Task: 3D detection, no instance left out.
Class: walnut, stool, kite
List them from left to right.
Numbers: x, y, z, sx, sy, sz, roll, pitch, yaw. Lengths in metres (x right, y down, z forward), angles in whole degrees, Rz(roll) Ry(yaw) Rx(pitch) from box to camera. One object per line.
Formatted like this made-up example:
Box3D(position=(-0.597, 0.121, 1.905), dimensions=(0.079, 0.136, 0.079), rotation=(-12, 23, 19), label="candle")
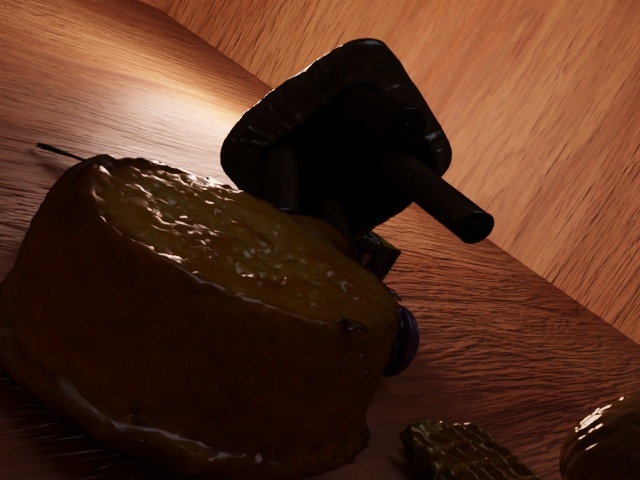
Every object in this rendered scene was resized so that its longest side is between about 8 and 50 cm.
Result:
Box3D(position=(-0.269, -0.101, 1.690), dimensions=(0.321, 0.016, 0.234), rotation=(10, 9, -39), label="kite")
Box3D(position=(0.057, -0.082, 1.587), dimensions=(0.310, 0.310, 0.226), rotation=(49, 6, -39), label="stool")
Box3D(position=(0.423, 0.302, 1.465), dimensions=(0.213, 0.213, 0.213), rotation=(30, 12, -7), label="walnut")

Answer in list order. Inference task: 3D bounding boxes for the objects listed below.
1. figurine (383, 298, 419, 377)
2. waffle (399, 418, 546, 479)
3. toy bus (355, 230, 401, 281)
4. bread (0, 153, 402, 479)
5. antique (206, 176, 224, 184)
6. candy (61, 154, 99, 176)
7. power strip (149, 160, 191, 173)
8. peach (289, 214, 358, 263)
Box3D(position=(0.052, 0.120, 1.515), dimensions=(0.157, 0.114, 0.126), rotation=(19, -29, -16), label="figurine")
Box3D(position=(0.184, 0.287, 1.291), dimensions=(0.229, 0.057, 0.219), rotation=(37, 14, 29), label="waffle")
Box3D(position=(0.000, 0.000, 1.872), dimensions=(0.302, 0.113, 0.139), rotation=(21, 16, -49), label="toy bus")
Box3D(position=(-0.124, 0.075, 1.036), dimensions=(0.398, 0.215, 0.398), rotation=(24, 15, -7), label="bread")
Box3D(position=(-0.139, -0.013, 1.636), dimensions=(0.080, 0.081, 0.221), rotation=(25, 13, -22), label="antique")
Box3D(position=(-0.227, -0.026, 1.438), dimensions=(0.234, 0.102, 0.104), rotation=(26, 13, -34), label="candy")
Box3D(position=(-0.259, -0.119, 1.878), dimensions=(0.083, 0.035, 0.055), rotation=(30, 12, 3), label="power strip")
Box3D(position=(-0.049, 0.059, 1.372), dimensions=(0.197, 0.197, 0.197), rotation=(30, 12, -7), label="peach")
